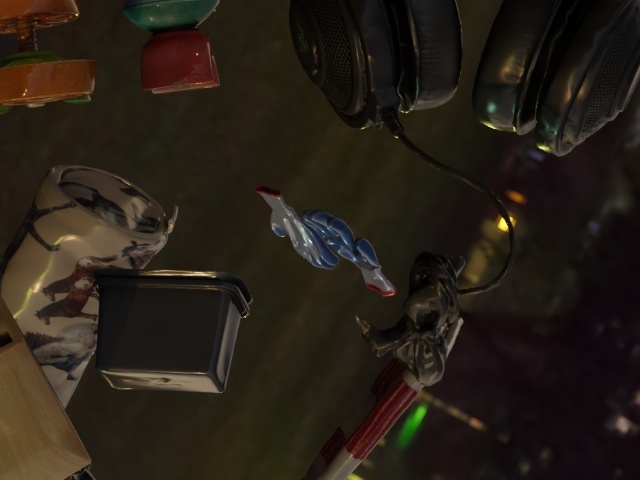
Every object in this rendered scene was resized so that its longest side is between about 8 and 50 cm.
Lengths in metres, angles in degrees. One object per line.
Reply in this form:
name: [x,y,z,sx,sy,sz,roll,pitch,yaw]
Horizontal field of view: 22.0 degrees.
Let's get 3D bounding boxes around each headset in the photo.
headset: [0.091,-0.112,1.064,0.185,0.243,0.394,94,4,-56]

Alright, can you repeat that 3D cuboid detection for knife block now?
knife block: [-0.246,0.152,1.390,0.242,0.088,0.276,3,131,-46]

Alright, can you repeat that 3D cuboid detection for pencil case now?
pencil case: [-0.336,0.104,2.030,0.410,0.183,0.160,-60,-157,14]

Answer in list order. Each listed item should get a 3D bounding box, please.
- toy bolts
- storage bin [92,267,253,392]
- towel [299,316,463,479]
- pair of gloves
toy bolts: [-0.201,-0.204,1.440,0.218,0.228,0.158,-157,-120,-85]
storage bin: [-0.133,0.084,1.438,0.098,0.135,0.091,69,25,-65]
towel: [0.012,0.206,1.550,0.329,0.037,0.237,-51,178,11]
pair of gloves: [0.000,0.000,1.959,0.023,0.198,0.159,-52,133,-16]
